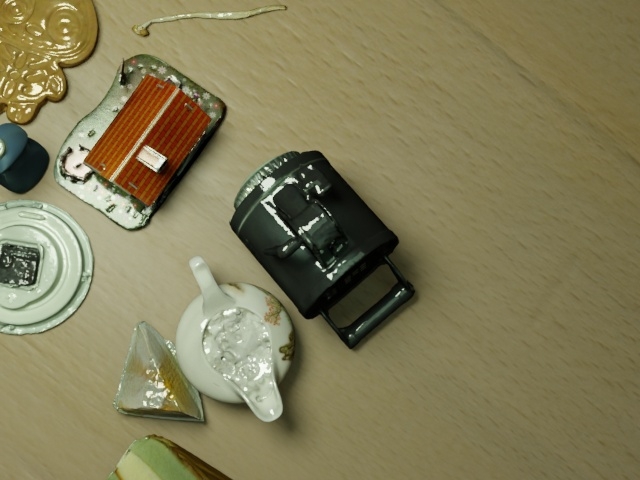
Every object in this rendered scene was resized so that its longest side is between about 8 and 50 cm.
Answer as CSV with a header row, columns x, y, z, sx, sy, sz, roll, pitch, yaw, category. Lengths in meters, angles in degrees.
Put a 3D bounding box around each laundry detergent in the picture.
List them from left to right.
x,y,z,sx,sy,sz,roll,pitch,yaw,category
-0.503,-0.135,1.208,0.061,0.206,0.096,35,82,-3,laundry detergent

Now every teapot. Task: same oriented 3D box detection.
x,y,z,sx,sy,sz,roll,pitch,yaw,category
-0.150,0.164,1.262,0.204,0.139,0.298,-32,90,-7,teapot

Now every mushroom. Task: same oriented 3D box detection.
x,y,z,sx,sy,sz,roll,pitch,yaw,category
-0.204,-0.414,1.372,0.286,0.026,0.028,-13,102,-11,mushroom

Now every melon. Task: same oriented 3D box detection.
x,y,z,sx,sy,sz,roll,pitch,yaw,category
-0.293,0.245,1.261,0.140,0.093,0.202,-31,84,-2,melon

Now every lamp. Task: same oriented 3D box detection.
x,y,z,sx,sy,sz,roll,pitch,yaw,category
-0.014,-0.013,1.259,0.205,0.374,0.272,-39,59,-3,lamp

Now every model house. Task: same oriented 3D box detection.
x,y,z,sx,sy,sz,roll,pitch,yaw,category
-0.316,-0.185,1.266,0.207,0.154,0.294,35,82,-5,model house

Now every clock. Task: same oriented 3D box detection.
x,y,z,sx,sy,sz,roll,pitch,yaw,category
-0.511,0.042,1.268,0.237,0.053,0.236,1,84,-9,clock

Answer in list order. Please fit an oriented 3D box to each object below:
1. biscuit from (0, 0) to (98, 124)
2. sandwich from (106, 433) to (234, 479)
x,y,z,sx,sy,sz,roll,pitch,yaw,category
-0.512,-0.347,1.313,0.202,0.044,0.288,25,80,-5,biscuit
-0.219,0.453,1.244,0.198,0.227,0.155,43,76,-38,sandwich
